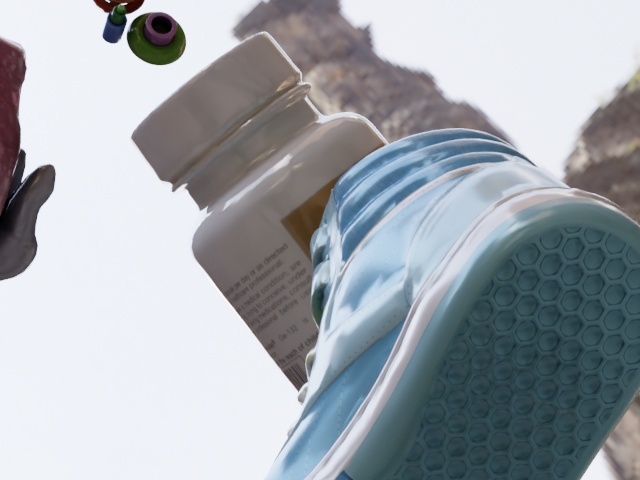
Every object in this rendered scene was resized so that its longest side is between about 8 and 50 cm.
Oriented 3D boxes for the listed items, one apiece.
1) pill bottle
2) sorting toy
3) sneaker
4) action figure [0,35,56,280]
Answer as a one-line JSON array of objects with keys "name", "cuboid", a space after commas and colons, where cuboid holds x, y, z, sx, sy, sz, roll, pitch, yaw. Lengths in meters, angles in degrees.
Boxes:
[{"name": "pill bottle", "cuboid": [0.000, 0.000, 1.018, 0.131, 0.229, 0.131, -38, 0, 0]}, {"name": "sorting toy", "cuboid": [-0.153, -0.191, 1.467, 0.061, 0.102, 0.042, -40, -9, -31]}, {"name": "sneaker", "cuboid": [0.025, 0.088, 0.841, 0.127, 0.208, 0.319, 32, -77, -23]}, {"name": "action figure", "cuboid": [-0.274, -0.082, 0.552, 0.370, 0.248, 0.275, 31, -118, -50]}]
